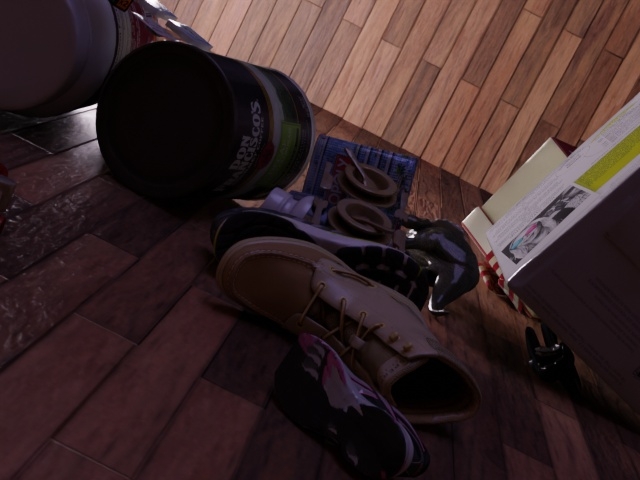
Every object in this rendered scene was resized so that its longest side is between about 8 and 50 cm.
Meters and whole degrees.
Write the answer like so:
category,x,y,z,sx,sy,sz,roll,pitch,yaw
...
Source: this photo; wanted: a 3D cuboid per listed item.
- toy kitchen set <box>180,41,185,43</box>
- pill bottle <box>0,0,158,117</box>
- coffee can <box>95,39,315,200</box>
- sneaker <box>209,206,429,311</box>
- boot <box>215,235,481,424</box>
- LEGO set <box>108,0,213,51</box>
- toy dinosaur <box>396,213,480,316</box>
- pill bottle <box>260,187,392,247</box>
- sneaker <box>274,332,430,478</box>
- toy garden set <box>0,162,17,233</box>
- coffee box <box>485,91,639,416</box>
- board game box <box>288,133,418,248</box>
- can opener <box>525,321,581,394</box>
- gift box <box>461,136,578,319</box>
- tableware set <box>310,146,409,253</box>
category,x,y,z,sx,sy,sz,roll,pitch,yaw
toy kitchen set,-0.279,-0.286,2.191,0.166,0.122,0.207,20,13,-32
pill bottle,-0.373,-0.288,1.735,0.224,0.224,0.392,27,12,1
coffee can,-0.149,-0.156,1.703,0.201,0.201,0.275,31,12,18
sneaker,-0.001,0.022,1.501,0.300,0.111,0.121,23,8,-25
boot,0.029,0.094,1.283,0.262,0.095,0.203,26,12,-26
LEGO set,-0.239,-0.328,1.613,0.182,0.060,0.244,40,11,11
toy dinosaur,0.174,0.023,1.857,0.160,0.121,0.313,9,12,-16
pill bottle,0.000,0.000,1.619,0.169,0.094,0.094,28,11,8
sneaker,0.028,0.156,1.104,0.077,0.072,0.178,32,12,-49
toy garden set,-0.377,-0.058,1.157,0.204,0.049,0.244,24,11,-6
coffee box,0.483,0.026,1.777,0.337,0.338,0.334,45,10,-8
board game box,0.020,-0.048,1.732,0.194,0.194,0.060,14,-6,4
can opener,0.317,0.158,1.753,0.059,0.073,0.186,-17,19,1
gift box,0.421,0.016,2.129,0.255,0.258,0.276,18,34,-46
tableware set,0.060,-0.054,1.613,0.128,0.039,0.194,21,29,-5
